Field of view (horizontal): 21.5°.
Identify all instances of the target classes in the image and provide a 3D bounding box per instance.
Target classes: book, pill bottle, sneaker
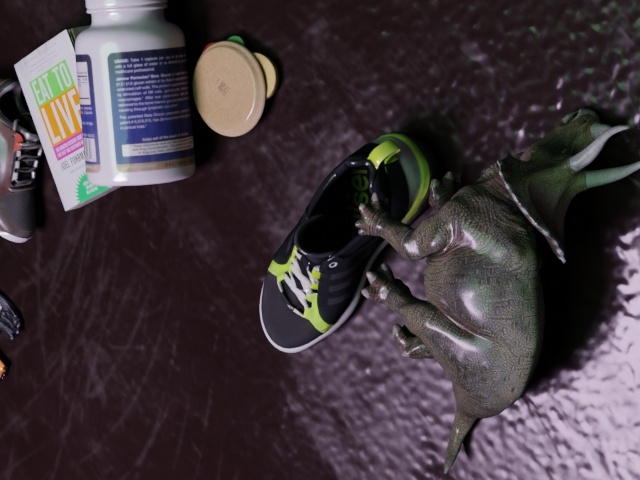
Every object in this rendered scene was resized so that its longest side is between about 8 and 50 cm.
[{"bbox_3d":[-0.220,-0.109,1.524,0.096,0.035,0.144,-23,86,42],"label":"book"},{"bbox_3d":[-0.158,-0.135,1.425,0.094,0.094,0.169,3,101,38],"label":"pill bottle"},{"bbox_3d":[-0.286,-0.077,1.563,0.065,0.061,0.158,-13,92,33],"label":"sneaker"},{"bbox_3d":[0.000,0.000,1.326,0.084,0.097,0.234,48,124,21],"label":"sneaker"}]

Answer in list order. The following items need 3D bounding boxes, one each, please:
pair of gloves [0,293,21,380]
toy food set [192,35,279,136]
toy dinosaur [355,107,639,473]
[{"bbox_3d":[-0.325,0.089,1.656,0.074,0.010,0.083,39,118,27],"label":"pair of gloves"},{"bbox_3d":[-0.075,-0.129,1.409,0.082,0.020,0.083,37,120,27],"label":"toy food set"},{"bbox_3d":[0.112,0.045,1.236,0.160,0.121,0.313,28,112,46],"label":"toy dinosaur"}]
